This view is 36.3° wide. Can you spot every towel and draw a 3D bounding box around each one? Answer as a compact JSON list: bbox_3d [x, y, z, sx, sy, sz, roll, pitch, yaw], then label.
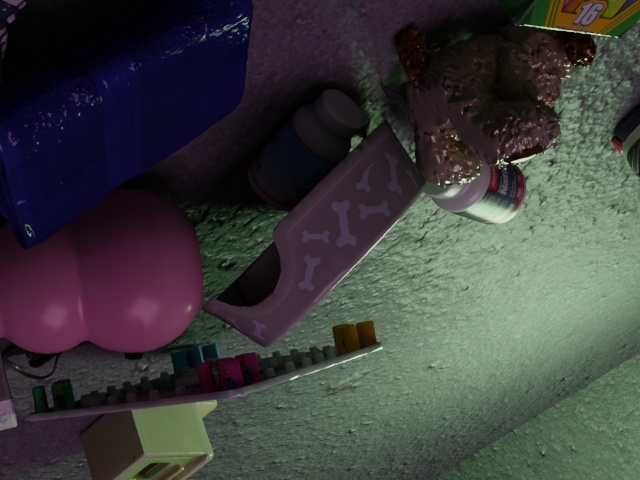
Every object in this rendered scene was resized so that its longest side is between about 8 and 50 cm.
[{"bbox_3d":[-0.209,-0.139,1.004,0.308,0.076,0.228,-37,165,-24],"label":"towel"}]

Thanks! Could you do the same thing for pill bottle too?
[{"bbox_3d":[-0.017,-0.117,1.258,0.087,0.087,0.160,6,140,-44],"label":"pill bottle"},{"bbox_3d":[0.223,-0.089,1.472,0.108,0.108,0.180,-40,149,27],"label":"pill bottle"}]

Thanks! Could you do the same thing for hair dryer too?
[{"bbox_3d":[-0.350,0.135,1.434,0.223,0.080,0.293,-12,149,-21],"label":"hair dryer"}]

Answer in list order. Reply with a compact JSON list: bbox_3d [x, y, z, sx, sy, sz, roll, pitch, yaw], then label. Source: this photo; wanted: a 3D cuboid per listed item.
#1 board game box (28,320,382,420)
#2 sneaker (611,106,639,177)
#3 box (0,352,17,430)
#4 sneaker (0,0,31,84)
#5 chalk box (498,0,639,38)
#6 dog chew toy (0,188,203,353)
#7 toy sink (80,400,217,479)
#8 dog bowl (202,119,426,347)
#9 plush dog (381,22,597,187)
[{"bbox_3d":[-0.164,0.190,1.456,0.390,0.050,0.390,-11,178,32],"label":"board game box"},{"bbox_3d":[0.599,-0.213,1.555,0.121,0.112,0.299,-6,146,-31],"label":"sneaker"},{"bbox_3d":[-0.550,0.224,1.391,0.203,0.114,0.103,-13,151,-20],"label":"box"},{"bbox_3d":[-0.316,-0.189,0.892,0.153,0.099,0.282,-41,168,-9],"label":"sneaker"},{"bbox_3d":[0.294,-0.372,0.976,0.179,0.180,0.289,-3,144,-35],"label":"chalk box"},{"bbox_3d":[-0.316,0.049,1.201,0.332,0.207,0.206,-8,148,-15],"label":"dog chew toy"},{"bbox_3d":[-0.303,0.388,1.847,0.153,0.131,0.234,-40,149,27],"label":"toy sink"},{"bbox_3d":[0.000,0.000,1.288,0.349,0.102,0.349,-45,180,0],"label":"dog bowl"},{"bbox_3d":[0.228,-0.207,1.249,0.225,0.210,0.262,-29,-177,-21],"label":"plush dog"}]
